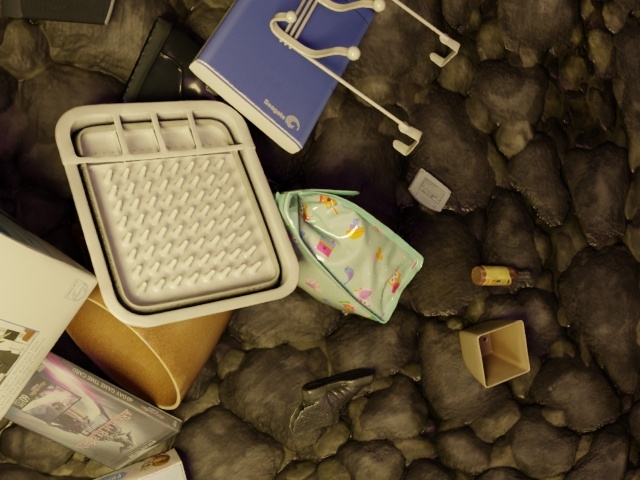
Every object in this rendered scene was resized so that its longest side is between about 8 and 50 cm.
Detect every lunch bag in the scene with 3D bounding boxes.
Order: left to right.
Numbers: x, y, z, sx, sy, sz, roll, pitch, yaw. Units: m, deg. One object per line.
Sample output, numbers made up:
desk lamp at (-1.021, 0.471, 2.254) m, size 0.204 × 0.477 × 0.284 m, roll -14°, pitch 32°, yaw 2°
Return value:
lunch bag at (0.000, 0.000, 1.189) m, size 0.262 × 0.223 × 0.160 m, roll 39°, pitch 76°, yaw -22°

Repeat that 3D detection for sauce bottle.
sauce bottle at (0.368, 0.071, 1.457) m, size 0.128 × 0.042 × 0.042 m, roll 1°, pitch 96°, yaw -22°

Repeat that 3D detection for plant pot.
plant pot at (-0.230, 0.084, 1.111) m, size 0.237 × 0.237 × 0.254 m, roll 54°, pitch 53°, yaw -20°
plant pot at (0.337, 0.215, 1.432) m, size 0.109 × 0.096 × 0.109 m, roll -16°, pitch 102°, yaw -21°

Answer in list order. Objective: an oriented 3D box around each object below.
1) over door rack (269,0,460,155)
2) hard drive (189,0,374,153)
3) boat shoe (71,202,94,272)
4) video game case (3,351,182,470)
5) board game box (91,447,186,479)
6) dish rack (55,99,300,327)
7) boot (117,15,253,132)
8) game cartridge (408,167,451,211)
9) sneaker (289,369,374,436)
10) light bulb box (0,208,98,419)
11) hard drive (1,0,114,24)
over door rack at (0.099, -0.339, 1.183) m, size 0.324 × 0.108 × 0.239 m, roll 38°, pitch 61°, yaw -24°
hard drive at (-0.049, -0.327, 1.167) m, size 0.210 × 0.040 × 0.318 m, roll 38°, pitch 61°, yaw -23°
boat shoe at (-0.356, -0.015, 1.128) m, size 0.060 × 0.064 × 0.178 m, roll 5°, pitch 105°, yaw 9°
video game case at (-0.376, 0.258, 1.095) m, size 0.274 × 0.196 × 0.026 m, roll 36°, pitch 39°, yaw -23°
board game box at (-0.348, 0.553, 1.193) m, size 0.319 × 0.066 × 0.318 m, roll -16°, pitch 103°, yaw -21°
dish rack at (-0.203, -0.039, 1.013) m, size 0.286 × 0.072 × 0.332 m, roll -10°, pitch 68°, yaw -33°
boot at (-0.209, -0.206, 1.141) m, size 0.207 × 0.094 × 0.246 m, roll 25°, pitch 80°, yaw -20°
game cartridge at (0.209, -0.094, 1.382) m, size 0.083 × 0.017 × 0.056 m, roll 35°, pitch 79°, yaw -23°
sneaker at (0.023, 0.302, 1.334) m, size 0.170 × 0.051 × 0.089 m, roll -11°, pitch 101°, yaw -17°
light bulb box at (-0.525, 0.006, 0.812) m, size 0.225 × 0.358 × 0.361 m, roll -57°, pitch 158°, yaw -8°
hard drive at (-0.356, -0.430, 1.008) m, size 0.172 × 0.054 × 0.254 m, roll -6°, pitch 124°, yaw -35°
